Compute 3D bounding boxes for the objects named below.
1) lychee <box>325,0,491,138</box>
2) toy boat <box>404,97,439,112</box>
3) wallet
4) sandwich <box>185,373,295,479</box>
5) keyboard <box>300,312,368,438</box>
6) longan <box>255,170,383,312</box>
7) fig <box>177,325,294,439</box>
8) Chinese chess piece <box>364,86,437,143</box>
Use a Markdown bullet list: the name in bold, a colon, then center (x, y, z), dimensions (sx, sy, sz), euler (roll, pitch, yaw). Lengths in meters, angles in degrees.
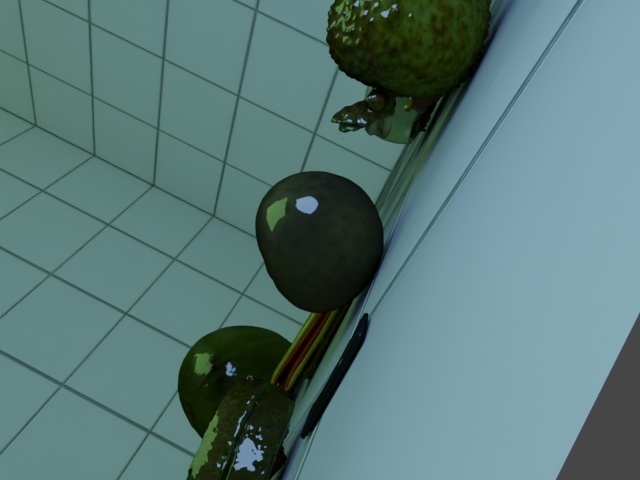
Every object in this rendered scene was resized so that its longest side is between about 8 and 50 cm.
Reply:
- **lychee**: center (0.138, -0.341, 0.768), dimensions (0.270, 0.269, 0.320), euler (102, 175, -79)
- **toy boat**: center (0.256, -0.402, 0.933), dimensions (0.141, 0.099, 0.318), euler (12, -81, -41)
- **wallet**: center (-0.002, 0.183, 0.957), dimensions (0.241, 0.067, 0.141), euler (-59, -7, 11)
- **sandwich**: center (-0.096, 0.296, 0.622), dimensions (0.160, 0.109, 0.185), euler (85, -157, -44)
- **keyboard**: center (0.015, 0.150, 0.521), dimensions (0.155, 0.010, 0.053), euler (-65, -4, 23)
- **longan**: center (0.000, 0.000, 0.733), dimensions (0.196, 0.196, 0.220), euler (81, 178, -85)
- **fig**: center (-0.185, 0.346, 1.175), dimensions (0.316, 0.316, 0.316), euler (-63, -3, -5)
- **Chinese chess piece**: center (0.232, -0.404, 1.145), dimensions (0.349, 0.146, 0.349), euler (-60, -11, -19)
